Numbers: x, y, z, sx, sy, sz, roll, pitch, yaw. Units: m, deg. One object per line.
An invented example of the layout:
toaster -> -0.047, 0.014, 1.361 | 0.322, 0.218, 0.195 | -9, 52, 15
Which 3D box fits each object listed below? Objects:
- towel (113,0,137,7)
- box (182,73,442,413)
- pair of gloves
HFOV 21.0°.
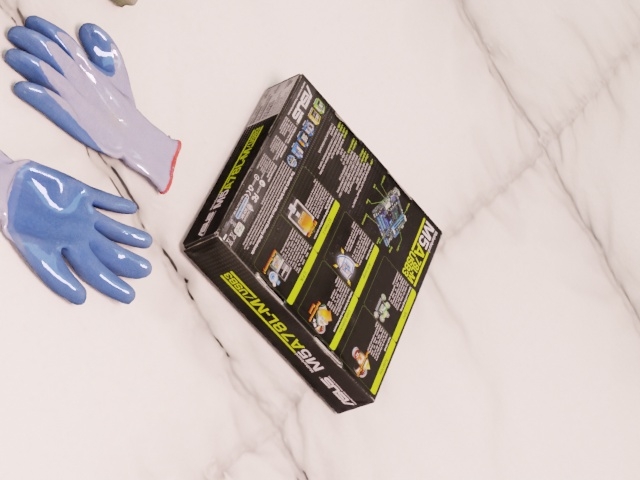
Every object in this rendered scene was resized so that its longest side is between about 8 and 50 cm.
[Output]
towel -> -0.186, -0.373, 1.248 | 0.324, 0.056, 0.312 | 43, 46, -28
box -> 0.000, 0.000, 1.297 | 0.184, 0.045, 0.191 | 49, 43, -25
pair of gloves -> -0.162, -0.058, 1.160 | 0.159, 0.023, 0.198 | 40, 48, -30
